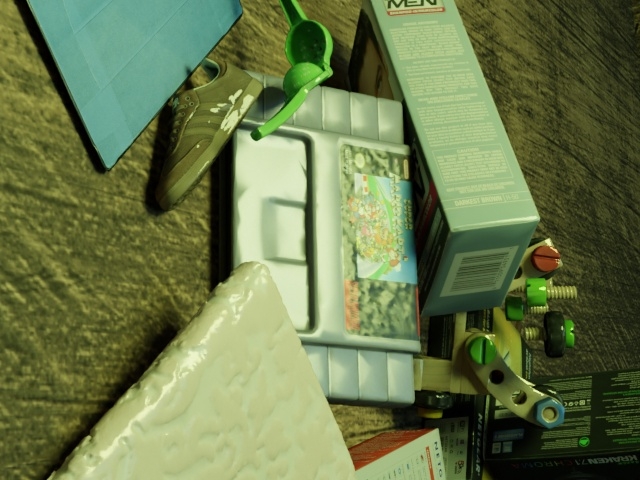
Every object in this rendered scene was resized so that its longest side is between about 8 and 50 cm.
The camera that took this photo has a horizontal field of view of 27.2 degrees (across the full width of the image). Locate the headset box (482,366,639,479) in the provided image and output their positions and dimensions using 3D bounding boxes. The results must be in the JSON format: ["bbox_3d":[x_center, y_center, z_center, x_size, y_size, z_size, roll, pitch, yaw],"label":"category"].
[{"bbox_3d":[0.392,0.314,1.871,0.283,0.246,0.131,56,35,-45],"label":"headset box"}]

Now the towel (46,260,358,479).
[{"bbox_3d":[-0.094,0.237,1.231,0.332,0.053,0.317,-51,130,-42],"label":"towel"}]

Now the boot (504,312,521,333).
[{"bbox_3d":[0.325,0.186,2.211,0.114,0.037,0.106,-74,147,-50],"label":"boot"}]

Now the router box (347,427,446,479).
[{"bbox_3d":[0.077,0.415,1.561,0.301,0.082,0.336,-5,87,-65],"label":"router box"}]

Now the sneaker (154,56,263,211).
[{"bbox_3d":[-0.131,-0.110,1.340,0.071,0.066,0.188,34,54,-4],"label":"sneaker"}]

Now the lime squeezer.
[{"bbox_3d":[-0.027,-0.200,1.409,0.110,0.058,0.310,52,28,-45],"label":"lime squeezer"}]

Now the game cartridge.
[{"bbox_3d":[0.000,0.000,1.439,0.230,0.068,0.355,6,73,-25],"label":"game cartridge"}]

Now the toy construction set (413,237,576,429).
[{"bbox_3d":[0.201,0.105,1.765,0.309,0.237,0.257,-84,172,-64],"label":"toy construction set"}]

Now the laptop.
[{"bbox_3d":[-0.120,-0.349,1.239,0.236,0.408,0.382,38,37,-8],"label":"laptop"}]

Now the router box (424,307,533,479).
[{"bbox_3d":[0.236,0.254,1.944,0.243,0.081,0.309,47,41,-50],"label":"router box"}]

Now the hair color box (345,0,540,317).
[{"bbox_3d":[0.137,-0.116,1.605,0.185,0.113,0.374,102,-23,-54],"label":"hair color box"}]
